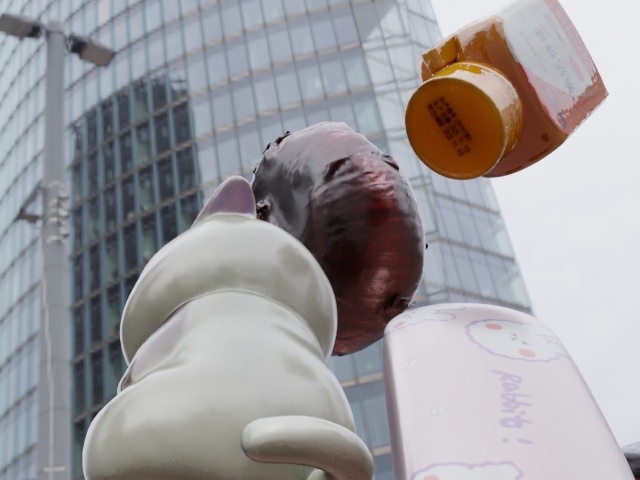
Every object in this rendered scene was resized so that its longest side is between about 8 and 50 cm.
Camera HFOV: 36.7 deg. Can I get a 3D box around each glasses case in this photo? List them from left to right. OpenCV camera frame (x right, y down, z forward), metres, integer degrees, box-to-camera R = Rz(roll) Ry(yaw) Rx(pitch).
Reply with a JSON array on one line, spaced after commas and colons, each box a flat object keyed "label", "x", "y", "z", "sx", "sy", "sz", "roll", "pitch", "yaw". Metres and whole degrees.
[{"label": "glasses case", "x": 0.095, "y": 0.110, "z": 0.528, "sx": 0.113, "sy": 0.297, "sz": 0.075, "roll": 1, "pitch": -69, "yaw": -1}]

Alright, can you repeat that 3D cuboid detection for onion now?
[{"label": "onion", "x": 0.000, "y": 0.000, "z": 1.238, "sx": 0.232, "sy": 0.314, "sz": 0.314, "roll": -5, "pitch": -33, "yaw": -35}]

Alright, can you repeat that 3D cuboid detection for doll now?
[{"label": "doll", "x": -0.079, "y": 0.129, "z": 0.825, "sx": 0.226, "sy": 0.370, "sz": 0.215, "roll": -32, "pitch": -60, "yaw": 9}]

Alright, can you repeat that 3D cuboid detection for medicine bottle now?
[{"label": "medicine bottle", "x": 0.180, "y": -0.148, "z": 0.957, "sx": 0.112, "sy": 0.149, "sz": 0.222, "roll": -25, "pitch": 10, "yaw": 43}]

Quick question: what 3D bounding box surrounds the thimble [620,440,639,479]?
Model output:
[{"label": "thimble", "x": 0.354, "y": 0.258, "z": 0.948, "sx": 0.117, "sy": 0.127, "sz": 0.151, "roll": 9, "pitch": -36, "yaw": -41}]
